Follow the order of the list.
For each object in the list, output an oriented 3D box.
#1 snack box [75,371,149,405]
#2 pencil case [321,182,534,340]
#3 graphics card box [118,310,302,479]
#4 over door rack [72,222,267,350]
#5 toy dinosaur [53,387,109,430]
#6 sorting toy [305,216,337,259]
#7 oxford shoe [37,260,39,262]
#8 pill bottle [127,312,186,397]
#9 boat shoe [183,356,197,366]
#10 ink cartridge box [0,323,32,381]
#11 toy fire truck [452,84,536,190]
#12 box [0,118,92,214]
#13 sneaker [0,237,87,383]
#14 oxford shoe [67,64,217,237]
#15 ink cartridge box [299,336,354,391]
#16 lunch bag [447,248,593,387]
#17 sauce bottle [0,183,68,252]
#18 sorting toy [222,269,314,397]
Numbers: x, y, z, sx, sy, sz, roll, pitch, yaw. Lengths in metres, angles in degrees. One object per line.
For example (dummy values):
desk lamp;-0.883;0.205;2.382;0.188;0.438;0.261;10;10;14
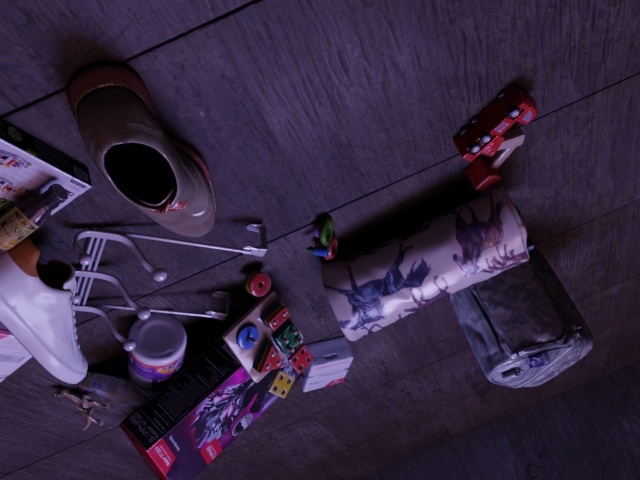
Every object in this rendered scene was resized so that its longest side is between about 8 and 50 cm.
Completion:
snack box;-0.422;0.309;1.520;0.100;0.037;0.141;4;157;22
pencil case;0.190;0.043;1.391;0.410;0.160;0.183;-27;-173;13
graphics card box;-0.204;0.317;1.487;0.371;0.094;0.233;-41;148;-23
over door rack;-0.261;0.081;1.230;0.324;0.108;0.239;-2;145;-31
toy dinosaur;-0.497;0.355;1.562;0.092;0.053;0.183;13;145;20
sorting toy;0.000;0.000;1.329;0.042;0.061;0.102;8;147;18
oxford shoe;-0.517;0.048;1.063;0.212;0.076;0.076;-11;136;-34
pill bottle;-0.320;0.232;1.433;0.108;0.108;0.193;-9;148;-20
boat shoe;-0.330;0.361;1.633;0.096;0.117;0.324;16;129;-46
ink cartridge box;-0.573;0.170;1.192;0.218;0.092;0.158;-37;147;22
toy fire truck;0.299;-0.169;1.239;0.135;0.047;0.192;10;137;-43
box;-0.406;-0.092;0.929;0.114;0.036;0.207;-31;149;16
sneaker;-0.394;0.110;1.093;0.123;0.106;0.290;-39;145;-18
oxford shoe;-0.223;-0.073;0.981;0.123;0.130;0.348;-24;150;5
ink cartridge box;0.009;0.303;1.800;0.109;0.063;0.150;-10;148;-18
lunch bag;0.400;0.160;1.578;0.256;0.305;0.212;9;138;-43
sauce bottle;-0.385;-0.031;0.962;0.128;0.042;0.042;-34;148;20
sorting toy;-0.094;0.195;1.398;0.132;0.046;0.275;-42;125;-21
